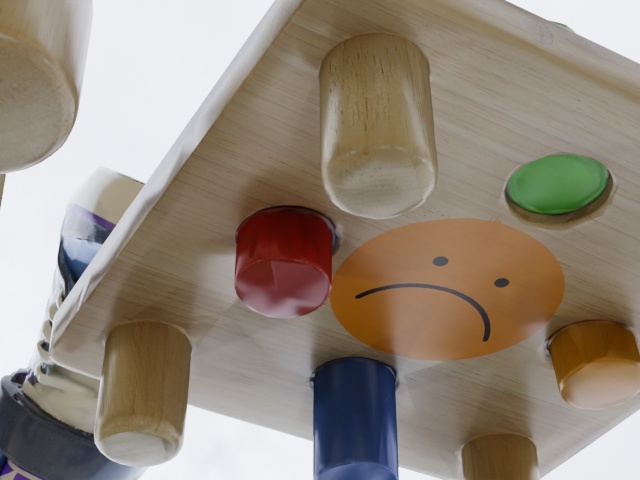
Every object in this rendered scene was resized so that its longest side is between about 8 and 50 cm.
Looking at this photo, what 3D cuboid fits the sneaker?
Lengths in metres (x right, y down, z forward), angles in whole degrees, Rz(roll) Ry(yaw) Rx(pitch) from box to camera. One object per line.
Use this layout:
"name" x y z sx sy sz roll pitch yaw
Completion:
"sneaker" -0.146 0.098 0.861 0.130 0.323 0.236 25 -103 -4

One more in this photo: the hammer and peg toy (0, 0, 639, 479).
"hammer and peg toy" 0.000 0.000 0.519 0.361 0.266 0.127 19 -133 -22
